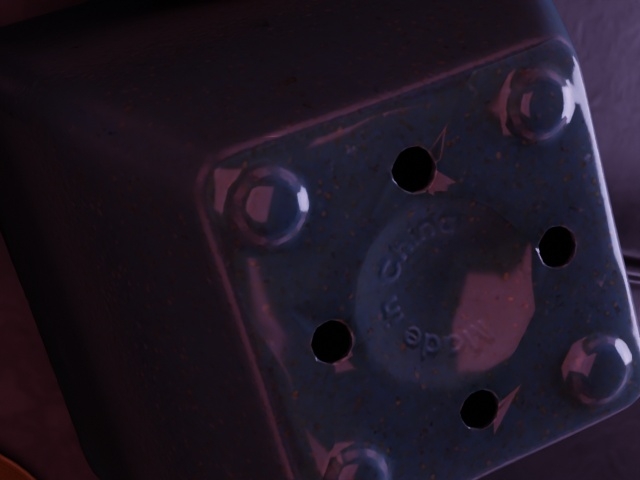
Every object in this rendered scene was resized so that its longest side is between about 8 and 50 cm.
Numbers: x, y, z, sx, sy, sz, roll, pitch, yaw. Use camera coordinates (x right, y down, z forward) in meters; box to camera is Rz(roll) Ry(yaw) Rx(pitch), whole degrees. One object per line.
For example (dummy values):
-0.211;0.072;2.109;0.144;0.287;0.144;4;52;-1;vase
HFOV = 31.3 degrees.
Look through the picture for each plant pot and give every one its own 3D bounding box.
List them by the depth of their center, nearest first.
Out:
0.000;0.000;0.502;0.247;0.252;0.247;-21;107;-16;plant pot

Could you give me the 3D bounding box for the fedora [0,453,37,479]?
-0.209;0.189;0.547;0.194;0.079;0.194;-4;101;-20;fedora
